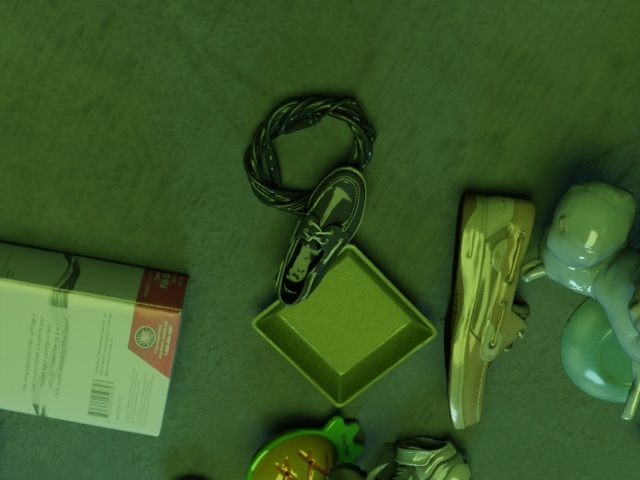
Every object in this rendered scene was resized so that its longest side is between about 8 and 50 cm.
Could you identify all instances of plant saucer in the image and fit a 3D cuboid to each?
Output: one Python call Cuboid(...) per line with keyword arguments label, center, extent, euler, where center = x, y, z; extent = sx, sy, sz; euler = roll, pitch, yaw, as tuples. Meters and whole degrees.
Cuboid(label="plant saucer", center=(0.435, 0.154, 1.773), extent=(0.195, 0.037, 0.195), euler=(1, 115, 2))
Cuboid(label="plant saucer", center=(0.033, 0.111, 1.758), extent=(0.188, 0.045, 0.188), euler=(-39, 109, 17))

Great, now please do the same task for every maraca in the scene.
Cuboid(label="maraca", center=(-0.022, 0.320, 1.832), extent=(0.186, 0.099, 0.127), euler=(-24, 127, -15))

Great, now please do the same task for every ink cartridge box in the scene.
Cuboid(label="ink cartridge box", center=(-0.337, 0.132, 1.736), extent=(0.283, 0.117, 0.207), euler=(11, 115, -4))

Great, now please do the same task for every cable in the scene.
Cuboid(label="cable", center=(-0.013, -0.117, 1.658), extent=(0.150, 0.047, 0.184), euler=(29, 117, -6))

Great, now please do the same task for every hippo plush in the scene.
Cuboid(label="hippo plush", center=(0.405, 0.024, 1.603), extent=(0.234, 0.236, 0.294), euler=(-37, 155, -16))

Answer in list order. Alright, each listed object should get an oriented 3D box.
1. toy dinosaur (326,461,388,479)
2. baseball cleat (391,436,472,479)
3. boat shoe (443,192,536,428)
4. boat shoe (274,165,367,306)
Cuboid(label="toy dinosaur", center=(-0.007, 0.420, 1.792), extent=(0.313, 0.121, 0.160), euler=(-42, 140, 2))
Cuboid(label="baseball cleat", center=(0.120, 0.357, 1.868), extent=(0.206, 0.072, 0.109), euler=(-33, 94, 13))
Cuboid(label="boat shoe", center=(0.228, 0.105, 1.708), extent=(0.110, 0.121, 0.341), euler=(3, 114, 1))
Cuboid(label="boat shoe", center=(0.000, 0.000, 1.648), extent=(0.075, 0.065, 0.206), euler=(28, 113, -4))
